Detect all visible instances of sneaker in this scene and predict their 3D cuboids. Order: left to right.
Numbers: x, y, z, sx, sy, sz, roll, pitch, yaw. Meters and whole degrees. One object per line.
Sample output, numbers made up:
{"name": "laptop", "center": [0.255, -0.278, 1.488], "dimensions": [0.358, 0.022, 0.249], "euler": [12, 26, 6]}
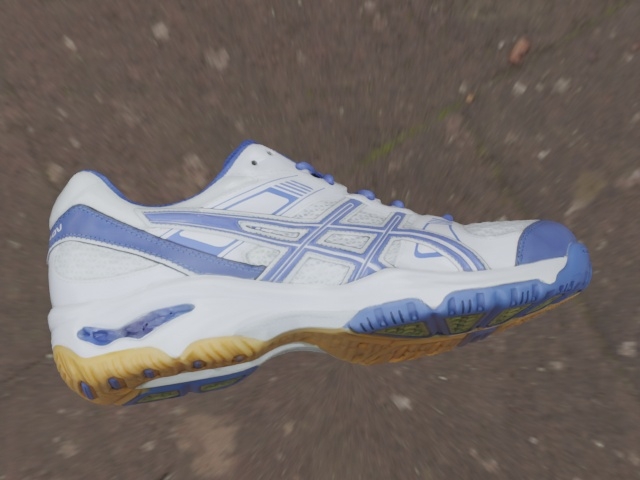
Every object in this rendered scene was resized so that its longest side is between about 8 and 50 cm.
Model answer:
{"name": "sneaker", "center": [0.000, 0.000, 0.967], "dimensions": [0.296, 0.112, 0.131], "euler": [-7, 72, -14]}
